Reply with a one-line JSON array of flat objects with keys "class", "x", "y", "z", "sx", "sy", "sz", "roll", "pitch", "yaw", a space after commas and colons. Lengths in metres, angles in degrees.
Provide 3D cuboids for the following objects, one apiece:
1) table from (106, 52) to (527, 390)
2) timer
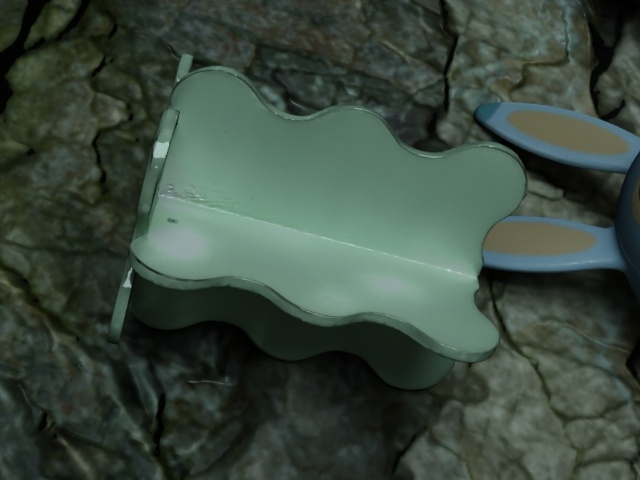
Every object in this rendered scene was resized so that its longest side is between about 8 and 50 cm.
[{"class": "table", "x": 0.000, "y": 0.000, "z": 0.685, "sx": 0.198, "sy": 0.166, "sz": 0.167, "roll": 15, "pitch": 60, "yaw": -7}, {"class": "timer", "x": 0.211, "y": -0.030, "z": 0.744, "sx": 0.255, "sy": 0.175, "sz": 0.175, "roll": 25, "pitch": 60, "yaw": 4}]
